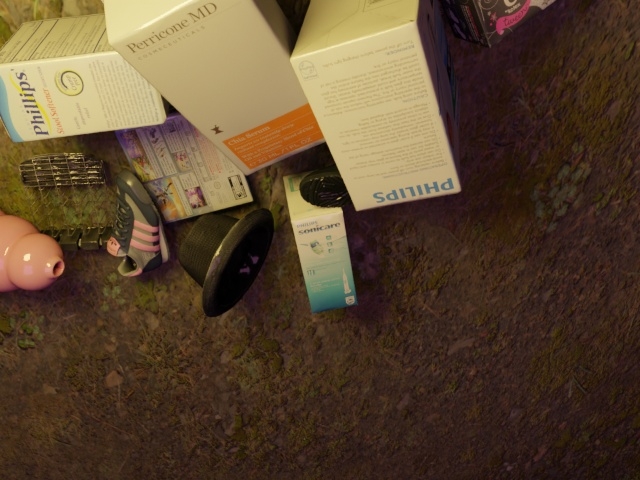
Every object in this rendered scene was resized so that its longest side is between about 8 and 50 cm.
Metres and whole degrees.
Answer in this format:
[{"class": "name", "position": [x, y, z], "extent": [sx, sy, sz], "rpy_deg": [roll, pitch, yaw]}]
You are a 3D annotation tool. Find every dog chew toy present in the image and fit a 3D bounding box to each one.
[{"class": "dog chew toy", "position": [-0.734, 0.025, 1.349], "extent": [0.332, 0.206, 0.206], "rpy_deg": [13, 127, 16]}]

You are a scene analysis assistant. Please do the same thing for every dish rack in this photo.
[{"class": "dish rack", "position": [-0.596, -0.091, 1.422], "extent": [0.208, 0.074, 0.271], "rpy_deg": [-4, 124, -8]}]

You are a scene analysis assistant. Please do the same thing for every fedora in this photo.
[{"class": "fedora", "position": [-0.249, 0.030, 1.477], "extent": [0.152, 0.334, 0.334], "rpy_deg": [29, 121, 11]}]

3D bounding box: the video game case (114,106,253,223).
[{"class": "video game case", "position": [-0.314, -0.185, 1.405], "extent": [0.244, 0.061, 0.269], "rpy_deg": [-15, 127, 1]}]

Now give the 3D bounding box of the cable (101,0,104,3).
[{"class": "cable", "position": [-0.277, -0.489, 1.078], "extent": [0.257, 0.257, 0.089], "rpy_deg": [-15, 98, -7]}]

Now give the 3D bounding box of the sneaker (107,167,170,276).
[{"class": "sneaker", "position": [-0.451, -0.025, 1.409], "extent": [0.131, 0.112, 0.319], "rpy_deg": [-33, 145, -25]}]

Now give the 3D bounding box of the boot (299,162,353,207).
[{"class": "boot", "position": [0.058, -0.182, 1.378], "extent": [0.246, 0.207, 0.094], "rpy_deg": [-7, 137, -9]}]

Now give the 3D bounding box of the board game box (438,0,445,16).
[{"class": "board game box", "position": [0.177, -0.559, 1.232], "extent": [0.165, 0.042, 0.243], "rpy_deg": [-33, 124, 14]}]

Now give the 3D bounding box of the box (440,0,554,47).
[{"class": "box", "position": [0.378, -0.532, 1.192], "extent": [0.247, 0.142, 0.163], "rpy_deg": [-36, 124, 0]}]

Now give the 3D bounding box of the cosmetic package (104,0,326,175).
[{"class": "cosmetic package", "position": [-0.154, -0.318, 1.077], "extent": [0.230, 0.161, 0.453], "rpy_deg": [-21, 153, 14]}]

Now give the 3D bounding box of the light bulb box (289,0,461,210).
[{"class": "light bulb box", "position": [0.133, -0.317, 1.166], "extent": [0.225, 0.358, 0.361], "rpy_deg": [-9, 134, 21]}]

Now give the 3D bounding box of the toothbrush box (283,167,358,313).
[{"class": "toothbrush box", "position": [0.000, 0.000, 1.496], "extent": [0.126, 0.216, 0.295], "rpy_deg": [-11, 127, -2]}]

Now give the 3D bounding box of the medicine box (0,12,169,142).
[{"class": "medicine box", "position": [-0.449, -0.329, 1.153], "extent": [0.289, 0.263, 0.149], "rpy_deg": [-8, 127, -3]}]
